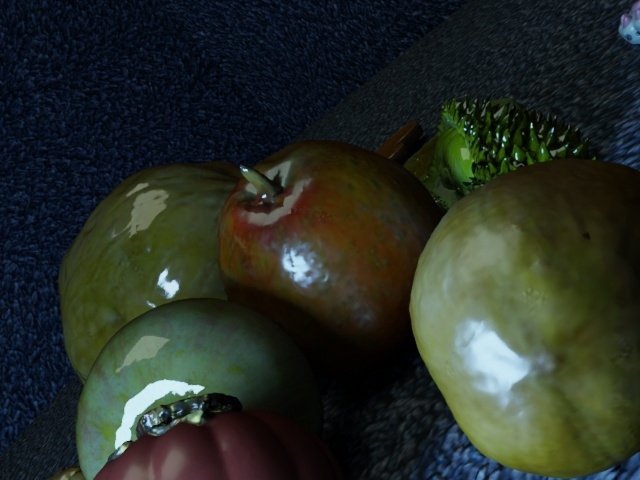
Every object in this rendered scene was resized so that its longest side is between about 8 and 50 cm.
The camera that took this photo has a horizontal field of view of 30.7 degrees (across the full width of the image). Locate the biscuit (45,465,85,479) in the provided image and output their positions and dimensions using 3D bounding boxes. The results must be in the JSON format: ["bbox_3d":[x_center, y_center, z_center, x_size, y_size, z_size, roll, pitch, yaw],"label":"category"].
[{"bbox_3d":[-0.358,0.427,1.433,0.326,0.107,0.326,-36,22,17],"label":"biscuit"}]

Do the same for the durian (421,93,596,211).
[{"bbox_3d":[0.217,-0.080,1.396,0.352,0.158,0.169,-117,38,-72],"label":"durian"}]

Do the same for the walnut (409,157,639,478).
[{"bbox_3d":[0.169,0.036,0.796,0.203,0.203,0.298,-38,7,29],"label":"walnut"}]

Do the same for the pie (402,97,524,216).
[{"bbox_3d":[0.179,-0.084,1.691,0.323,0.070,0.323,-42,14,13],"label":"pie"}]

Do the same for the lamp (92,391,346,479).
[{"bbox_3d":[-0.083,0.235,0.943,0.227,0.227,0.227,-42,9,8],"label":"lamp"}]

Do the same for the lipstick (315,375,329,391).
[{"bbox_3d":[-0.039,0.175,1.436,0.068,0.066,0.317,-32,15,50],"label":"lipstick"}]

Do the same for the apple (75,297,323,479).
[{"bbox_3d":[-0.118,0.184,1.193,0.257,0.257,0.234,-42,-5,7],"label":"apple"}]

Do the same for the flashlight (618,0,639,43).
[{"bbox_3d":[0.484,-0.350,1.639,0.200,0.047,0.093,-49,11,-30],"label":"flashlight"}]

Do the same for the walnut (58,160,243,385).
[{"bbox_3d":[-0.172,0.072,1.606,0.354,0.308,0.398,1,-48,-41],"label":"walnut"}]

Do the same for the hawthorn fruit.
[{"bbox_3d":[0.000,0.000,1.318,0.277,0.298,0.277,-27,39,24],"label":"hawthorn fruit"}]

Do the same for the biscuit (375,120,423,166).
[{"bbox_3d":[0.099,-0.122,2.247,0.324,0.049,0.205,-50,13,-34],"label":"biscuit"}]
